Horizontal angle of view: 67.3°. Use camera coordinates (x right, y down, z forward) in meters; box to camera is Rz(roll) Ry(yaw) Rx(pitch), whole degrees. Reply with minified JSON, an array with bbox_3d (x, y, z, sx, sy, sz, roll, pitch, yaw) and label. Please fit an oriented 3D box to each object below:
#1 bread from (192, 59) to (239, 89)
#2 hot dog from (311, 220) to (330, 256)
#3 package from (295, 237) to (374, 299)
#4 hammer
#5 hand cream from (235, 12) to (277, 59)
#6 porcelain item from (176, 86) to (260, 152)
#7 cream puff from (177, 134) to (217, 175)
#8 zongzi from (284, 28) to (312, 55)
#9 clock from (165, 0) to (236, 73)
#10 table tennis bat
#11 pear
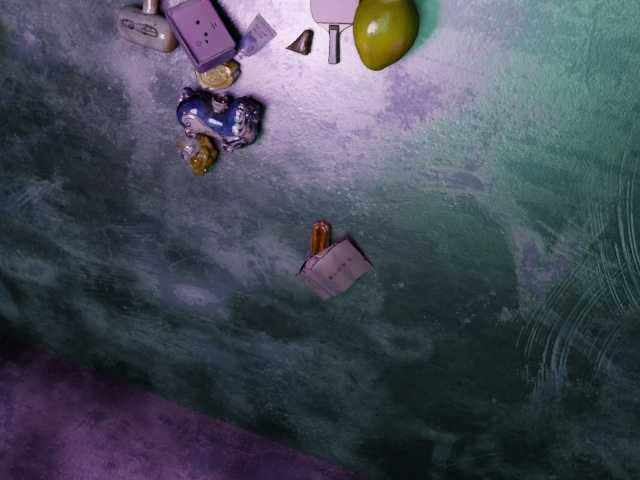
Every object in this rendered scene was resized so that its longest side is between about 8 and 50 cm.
[{"bbox_3d":[-0.342,-0.561,1.585,0.156,0.064,0.118,4,127,14],"label":"bread"},{"bbox_3d":[0.000,0.000,1.855,0.071,0.045,0.165,13,125,12],"label":"hot dog"},{"bbox_3d":[0.054,0.112,1.880,0.250,0.062,0.204,-36,125,16],"label":"package"},{"bbox_3d":[-0.529,-0.759,1.496,0.201,0.113,0.306,18,121,2],"label":"hammer"},{"bbox_3d":[-0.214,-0.630,1.512,0.142,0.053,0.084,-38,105,23],"label":"hand cream"},{"bbox_3d":[-0.345,-0.422,1.625,0.287,0.138,0.186,24,132,-2],"label":"porcelain item"},{"bbox_3d":[-0.443,-0.317,1.754,0.121,0.156,0.156,-37,111,-11],"label":"cream puff"},{"bbox_3d":[-0.068,-0.618,1.482,0.083,0.040,0.076,28,121,21],"label":"zongzi"},{"bbox_3d":[-0.364,-0.630,1.471,0.144,0.073,0.193,-31,92,-11],"label":"clock"},{"bbox_3d":[0.041,-0.665,1.421,0.154,0.021,0.274,9,122,13],"label":"table tennis bat"},{"bbox_3d":[0.180,-0.583,1.341,0.187,0.188,0.220,9,138,12],"label":"pear"}]
